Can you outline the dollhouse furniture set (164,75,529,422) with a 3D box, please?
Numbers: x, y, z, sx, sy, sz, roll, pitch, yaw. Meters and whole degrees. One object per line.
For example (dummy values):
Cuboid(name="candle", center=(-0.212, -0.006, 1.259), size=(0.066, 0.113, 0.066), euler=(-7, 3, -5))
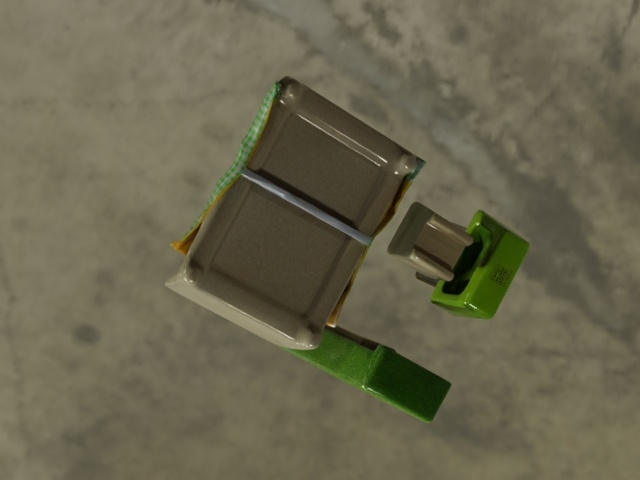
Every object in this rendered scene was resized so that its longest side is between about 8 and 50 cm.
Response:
Cuboid(name="dollhouse furniture set", center=(0.000, 0.000, 1.588), size=(0.301, 0.197, 0.151), euler=(30, 176, -32))
